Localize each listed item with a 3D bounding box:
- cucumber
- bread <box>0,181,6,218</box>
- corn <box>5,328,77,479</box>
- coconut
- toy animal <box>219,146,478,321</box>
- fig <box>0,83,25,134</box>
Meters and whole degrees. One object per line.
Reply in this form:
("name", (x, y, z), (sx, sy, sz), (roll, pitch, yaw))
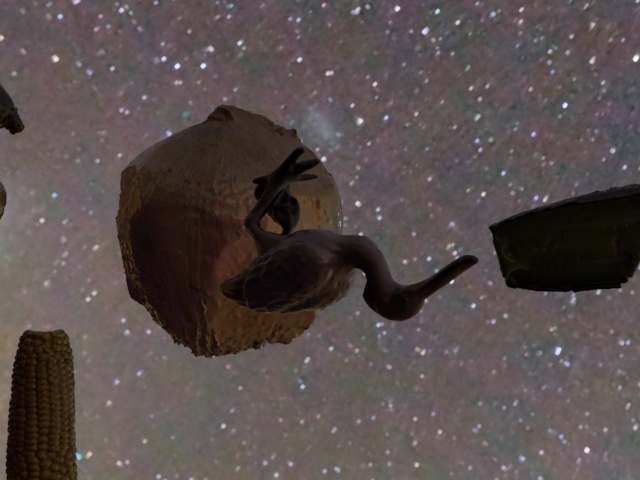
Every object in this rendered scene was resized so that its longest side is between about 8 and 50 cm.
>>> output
("cucumber", (0.294, -0.007, 1.015), (0.193, 0.086, 0.115), (-13, -62, 20))
("bread", (-0.373, -0.071, 0.552), (0.210, 0.300, 0.341), (-44, -105, 27))
("corn", (-0.363, 0.246, 1.173), (0.091, 0.260, 0.091), (0, -6, -15))
("coconut", (-0.148, -0.041, 1.509), (0.404, 0.404, 0.405), (25, -37, 21))
("toy animal", (-0.004, 0.024, 0.974), (0.090, 0.195, 0.324), (30, 4, -46))
("fig", (-0.515, -0.212, 1.199), (0.244, 0.195, 0.195), (11, -32, -12))
